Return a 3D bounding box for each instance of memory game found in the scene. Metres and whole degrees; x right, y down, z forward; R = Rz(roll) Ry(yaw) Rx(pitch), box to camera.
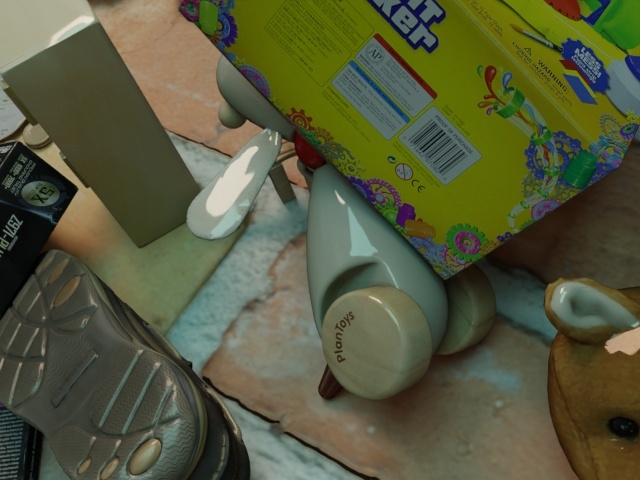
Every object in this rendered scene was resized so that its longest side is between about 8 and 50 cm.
[{"bbox_3d":[-0.373,-0.149,1.002,0.186,0.012,0.186,-6,59,10],"label":"memory game"}]

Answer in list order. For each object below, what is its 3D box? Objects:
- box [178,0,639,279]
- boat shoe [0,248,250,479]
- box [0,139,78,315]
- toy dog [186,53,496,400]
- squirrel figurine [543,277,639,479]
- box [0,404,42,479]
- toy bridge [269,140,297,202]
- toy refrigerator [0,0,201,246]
[{"bbox_3d":[0.104,-0.182,0.682,0.290,0.177,0.279,45,46,-5],"label":"box"},{"bbox_3d":[-0.181,0.123,0.730,0.132,0.130,0.355,-48,40,-6],"label":"boat shoe"},{"bbox_3d":[-0.339,-0.010,0.833,0.180,0.077,0.147,-1,55,44],"label":"box"},{"bbox_3d":[0.000,0.000,0.736,0.161,0.220,0.333,-42,50,33],"label":"toy dog"},{"bbox_3d":[0.343,0.043,0.576,0.371,0.281,0.396,-4,71,29],"label":"squirrel figurine"},{"bbox_3d":[-0.307,0.207,0.767,0.116,0.029,0.162,-9,57,9],"label":"box"},{"bbox_3d":[-0.042,-0.063,0.840,0.188,0.063,0.026,-27,58,-3],"label":"toy bridge"},{"bbox_3d":[-0.201,-0.111,0.785,0.094,0.269,0.102,-31,59,-5],"label":"toy refrigerator"}]
